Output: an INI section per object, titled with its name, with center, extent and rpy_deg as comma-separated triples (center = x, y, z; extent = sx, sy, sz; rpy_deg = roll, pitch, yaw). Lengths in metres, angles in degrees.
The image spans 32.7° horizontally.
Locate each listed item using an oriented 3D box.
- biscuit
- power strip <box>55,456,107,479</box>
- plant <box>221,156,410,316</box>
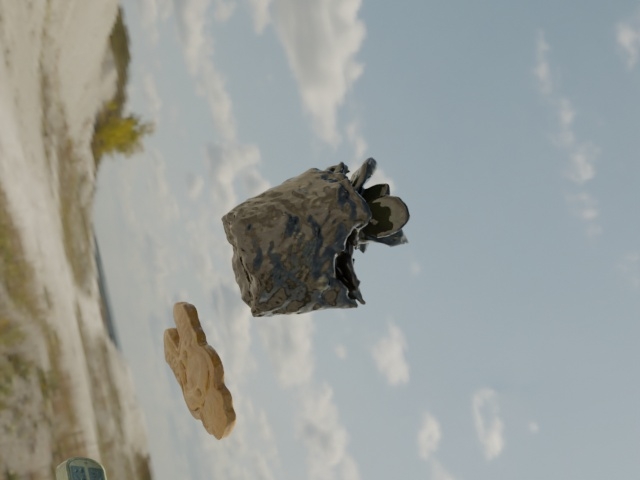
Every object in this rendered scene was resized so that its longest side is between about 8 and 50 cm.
[biscuit]
center = -0.201, 0.218, 1.788
extent = 0.236, 0.040, 0.144
rpy_deg = 61, -32, 33
[power strip]
center = -0.332, 0.416, 1.585
extent = 0.080, 0.029, 0.227
rpy_deg = 24, 39, -51
[plant]
center = 0.000, 0.000, 1.632
extent = 0.199, 0.276, 0.188
rpy_deg = -133, -156, -64
